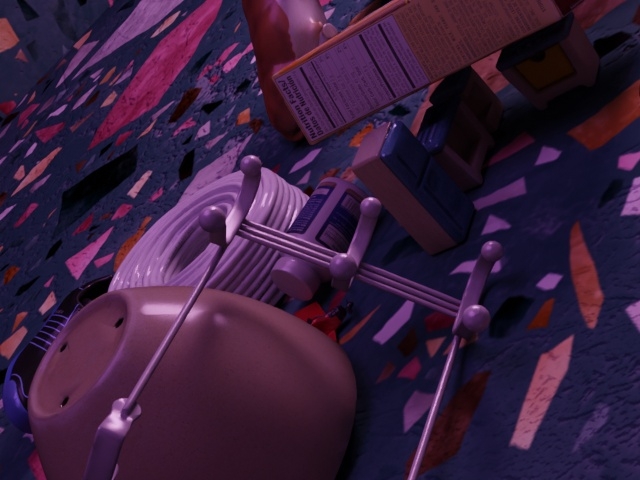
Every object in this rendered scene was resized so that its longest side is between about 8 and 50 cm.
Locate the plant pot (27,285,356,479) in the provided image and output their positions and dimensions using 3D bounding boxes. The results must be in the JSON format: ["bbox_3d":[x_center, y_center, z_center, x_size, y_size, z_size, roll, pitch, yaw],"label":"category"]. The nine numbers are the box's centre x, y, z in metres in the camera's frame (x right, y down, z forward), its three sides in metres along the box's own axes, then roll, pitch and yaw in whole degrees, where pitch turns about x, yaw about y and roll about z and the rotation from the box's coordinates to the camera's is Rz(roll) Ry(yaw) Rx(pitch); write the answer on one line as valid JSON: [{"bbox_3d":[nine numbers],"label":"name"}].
[{"bbox_3d":[-0.136,0.147,1.237,0.284,0.191,0.284,-36,30,25],"label":"plant pot"}]

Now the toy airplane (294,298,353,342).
[{"bbox_3d":[-0.027,0.105,1.372,0.151,0.028,0.151,-36,25,19],"label":"toy airplane"}]

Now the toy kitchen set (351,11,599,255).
[{"bbox_3d":[0.150,-0.120,1.336,0.166,0.122,0.207,-25,30,38],"label":"toy kitchen set"}]

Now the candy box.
[{"bbox_3d":[0.124,-0.214,1.399,0.316,0.088,0.183,-25,10,40],"label":"candy box"}]

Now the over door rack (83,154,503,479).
[{"bbox_3d":[-0.004,0.079,1.110,0.108,0.239,0.324,105,-173,-49],"label":"over door rack"}]

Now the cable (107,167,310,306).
[{"bbox_3d":[-0.120,0.025,1.579,0.257,0.089,0.257,-43,23,3],"label":"cable"}]

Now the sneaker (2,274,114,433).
[{"bbox_3d":[-0.303,0.127,1.720,0.090,0.081,0.232,-37,22,35],"label":"sneaker"}]

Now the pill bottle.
[{"bbox_3d":[0.000,0.000,1.453,0.067,0.067,0.120,-10,41,53],"label":"pill bottle"}]

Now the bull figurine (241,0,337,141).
[{"bbox_3d":[-0.035,-0.281,1.756,0.101,0.310,0.188,-11,-8,-39],"label":"bull figurine"}]
